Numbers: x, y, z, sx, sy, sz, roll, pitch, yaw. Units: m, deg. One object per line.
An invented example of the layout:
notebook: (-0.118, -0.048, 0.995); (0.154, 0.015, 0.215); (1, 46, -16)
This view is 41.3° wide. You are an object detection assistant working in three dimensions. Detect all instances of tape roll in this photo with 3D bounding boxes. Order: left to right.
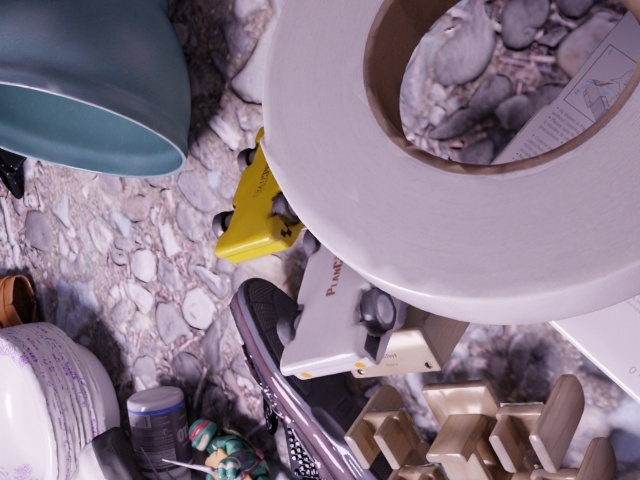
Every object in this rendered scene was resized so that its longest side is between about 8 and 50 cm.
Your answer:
tape roll: (0.140, -0.131, 0.633); (0.392, 0.072, 0.391); (-8, 68, 21)

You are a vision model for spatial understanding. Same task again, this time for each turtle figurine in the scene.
turtle figurine: (-0.109, 0.298, 1.051); (0.234, 0.118, 0.175); (41, 141, 9)

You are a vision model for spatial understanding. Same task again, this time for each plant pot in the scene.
plant pot: (-0.281, -0.212, 0.987); (0.293, 0.293, 0.196); (-1, 74, 40)

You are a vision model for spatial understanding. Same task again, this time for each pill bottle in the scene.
pill bottle: (-0.217, 0.276, 1.160); (0.078, 0.078, 0.137); (1, 102, 40)

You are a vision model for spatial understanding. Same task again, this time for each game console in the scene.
game console: (-0.485, -0.145, 1.327); (0.122, 0.071, 0.107); (45, 155, 24)

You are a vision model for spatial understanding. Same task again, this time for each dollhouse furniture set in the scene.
dollhouse furniture set: (0.143, 0.138, 0.815); (0.212, 0.161, 0.242); (-13, 114, 42)

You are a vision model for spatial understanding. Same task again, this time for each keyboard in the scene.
keyboard: (-0.036, 0.207, 1.019); (0.100, 0.038, 0.192); (-4, 98, 41)

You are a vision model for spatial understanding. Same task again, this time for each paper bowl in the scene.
paper bowl: (-0.409, 0.261, 1.265); (0.284, 0.148, 0.284); (11, 105, 43)

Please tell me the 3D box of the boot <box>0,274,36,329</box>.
boot: (-0.510, 0.155, 1.385); (0.152, 0.073, 0.197); (-16, 93, 37)

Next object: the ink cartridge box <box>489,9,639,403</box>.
ink cartridge box: (0.290, -0.013, 0.671); (0.296, 0.066, 0.261); (45, 102, 23)

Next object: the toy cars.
toy cars: (0.000, 0.000, 0.815); (0.176, 0.087, 0.393); (-43, 34, 3)

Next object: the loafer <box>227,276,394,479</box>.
loafer: (-0.017, 0.183, 0.939); (0.095, 0.109, 0.302); (-44, 78, 29)

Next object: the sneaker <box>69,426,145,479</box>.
sneaker: (-0.344, 0.429, 1.106); (0.169, 0.258, 0.447); (56, 149, 36)
